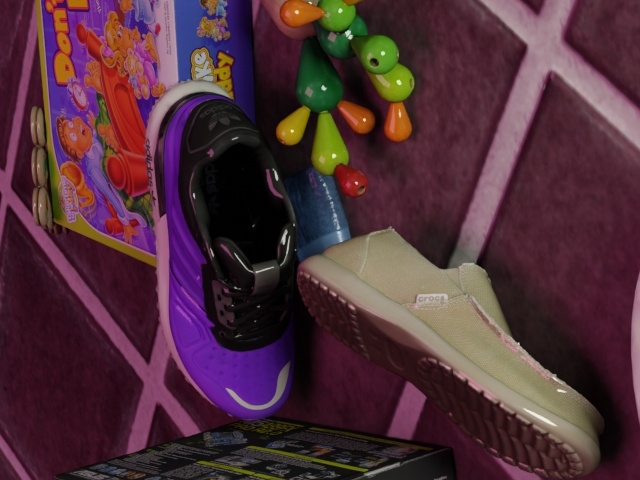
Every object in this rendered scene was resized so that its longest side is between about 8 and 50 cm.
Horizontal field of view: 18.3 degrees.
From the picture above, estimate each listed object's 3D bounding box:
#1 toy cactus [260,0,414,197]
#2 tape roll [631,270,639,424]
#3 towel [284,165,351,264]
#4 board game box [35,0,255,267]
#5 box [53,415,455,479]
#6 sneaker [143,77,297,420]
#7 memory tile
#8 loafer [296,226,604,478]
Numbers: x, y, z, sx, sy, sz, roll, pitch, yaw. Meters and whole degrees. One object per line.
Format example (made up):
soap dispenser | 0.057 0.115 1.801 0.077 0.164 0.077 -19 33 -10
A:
toy cactus | -0.003 -0.157 1.502 0.180 0.112 0.219 43 144 52
tape roll | 0.335 0.099 1.126 0.392 0.072 0.392 26 124 48
towel | 0.000 0.000 1.604 0.067 0.029 0.119 -26 81 55
board game box | -0.154 -0.161 1.720 0.233 0.078 0.347 20 118 50
box | -0.056 0.205 1.596 0.270 0.216 0.060 3 103 54
sneaker | -0.067 0.026 1.595 0.146 0.102 0.293 31 137 60
memory tile | -0.253 -0.063 1.875 0.148 0.012 0.113 63 -154 -86
loafer | 0.103 0.069 1.429 0.268 0.092 0.102 35 158 25
